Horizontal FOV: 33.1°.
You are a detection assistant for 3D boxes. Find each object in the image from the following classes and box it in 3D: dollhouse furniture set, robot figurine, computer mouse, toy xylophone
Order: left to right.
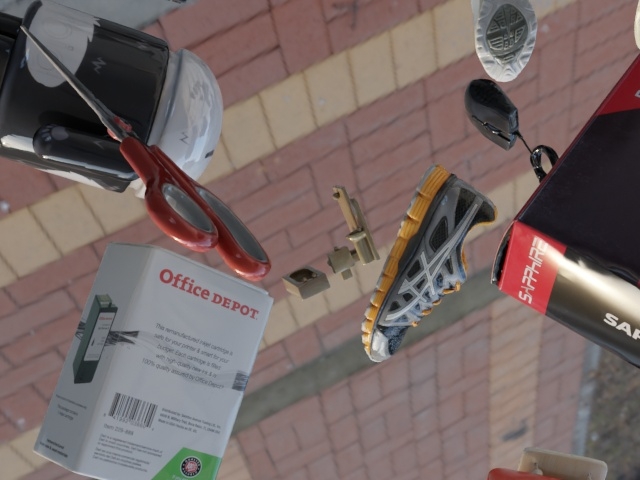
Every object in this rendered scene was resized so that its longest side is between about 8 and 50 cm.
[{"bbox_3d":[-0.241,-0.143,1.124,0.278,0.209,0.173,17,157,-17],"label":"robot figurine"},{"bbox_3d":[0.000,0.000,1.727,0.151,0.144,0.123,-24,101,-11],"label":"dollhouse furniture set"},{"bbox_3d":[0.226,-0.114,1.277,0.041,0.242,0.071,-14,132,-13],"label":"computer mouse"},{"bbox_3d":[0.329,0.400,1.319,0.236,0.323,0.081,7,126,-7],"label":"toy xylophone"}]

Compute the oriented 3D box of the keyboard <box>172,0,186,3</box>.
[{"bbox_3d":[-0.245,-0.343,1.363,0.180,0.108,0.023,15,131,1],"label":"keyboard"}]

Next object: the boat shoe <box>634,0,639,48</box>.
[{"bbox_3d":[0.437,-0.315,1.288,0.084,0.079,0.233,-38,152,-34],"label":"boat shoe"}]

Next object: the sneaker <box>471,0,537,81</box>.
[{"bbox_3d":[0.255,-0.347,1.552,0.090,0.115,0.232,-7,102,3],"label":"sneaker"}]

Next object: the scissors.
[{"bbox_3d":[-0.138,-0.070,0.824,0.109,0.297,0.021,21,110,-50],"label":"scissors"}]

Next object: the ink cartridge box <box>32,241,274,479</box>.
[{"bbox_3d":[-0.209,0.169,1.391,0.211,0.121,0.289,27,77,-38],"label":"ink cartridge box"}]

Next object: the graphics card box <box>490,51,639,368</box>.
[{"bbox_3d":[0.326,0.020,0.672,0.233,0.371,0.094,-48,159,-27],"label":"graphics card box"}]

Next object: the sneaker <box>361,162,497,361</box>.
[{"bbox_3d":[0.102,0.034,1.065,0.084,0.083,0.215,-63,175,-66],"label":"sneaker"}]
